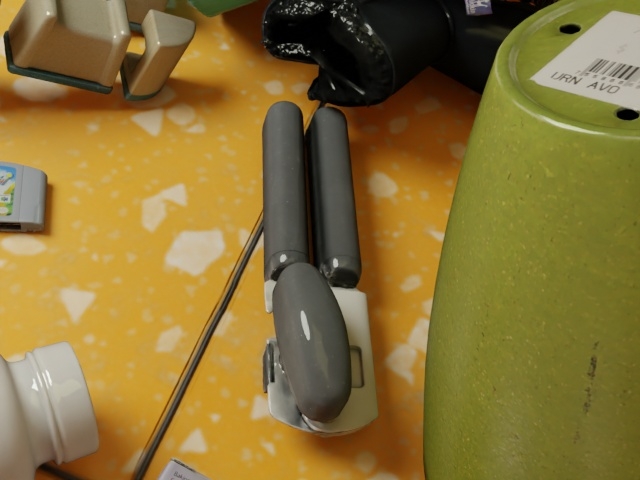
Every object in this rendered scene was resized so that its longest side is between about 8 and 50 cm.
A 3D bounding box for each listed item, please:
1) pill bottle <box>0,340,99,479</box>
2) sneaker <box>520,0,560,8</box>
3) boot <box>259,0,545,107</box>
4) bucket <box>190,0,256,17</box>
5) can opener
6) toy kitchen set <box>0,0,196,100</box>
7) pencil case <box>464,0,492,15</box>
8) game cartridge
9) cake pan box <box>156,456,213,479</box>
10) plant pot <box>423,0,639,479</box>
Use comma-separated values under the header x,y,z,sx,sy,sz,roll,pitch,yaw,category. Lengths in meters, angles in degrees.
x,y,z,sx,sy,sz,roll,pitch,yaw,category
-0.216,0.112,0.494,0.169,0.094,0.094,-16,62,-25,pill bottle
0.188,-0.271,0.833,0.112,0.121,0.299,-3,24,-9,sneaker
0.095,-0.150,0.743,0.246,0.094,0.207,32,39,15,boot
-0.058,-0.329,0.720,0.183,0.281,0.281,-21,59,8,bucket
0.000,0.000,0.634,0.076,0.095,0.283,5,55,-13,can opener
-0.225,-0.189,0.712,0.207,0.122,0.166,8,51,-35,toy kitchen set
0.117,-0.286,0.755,0.104,0.104,0.236,4,39,-13,pencil case
-0.240,-0.033,0.639,0.083,0.017,0.056,2,52,-15,game cartridge
-0.025,0.279,0.451,0.267,0.070,0.246,26,55,3,cake pan box
0.175,0.026,0.482,0.274,0.293,0.275,-9,40,7,plant pot
